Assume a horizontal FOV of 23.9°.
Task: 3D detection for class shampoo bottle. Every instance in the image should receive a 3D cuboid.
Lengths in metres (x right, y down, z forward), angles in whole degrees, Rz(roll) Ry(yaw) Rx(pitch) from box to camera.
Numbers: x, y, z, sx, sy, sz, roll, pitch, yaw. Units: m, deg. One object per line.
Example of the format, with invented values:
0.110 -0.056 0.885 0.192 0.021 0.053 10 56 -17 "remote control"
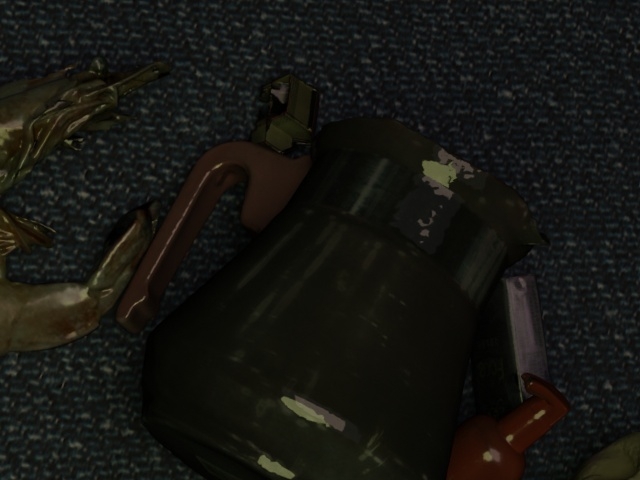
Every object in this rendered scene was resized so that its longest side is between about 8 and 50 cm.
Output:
0.139 0.223 1.466 0.085 0.085 0.244 45 107 -6 "shampoo bottle"

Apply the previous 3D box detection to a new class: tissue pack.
0.193 0.118 1.544 0.051 0.112 0.156 -5 83 -17 "tissue pack"

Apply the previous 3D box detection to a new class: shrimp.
-0.261 -0.040 1.453 0.360 0.085 0.247 -46 105 -15 "shrimp"

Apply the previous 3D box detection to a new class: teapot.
-0.002 0.064 1.416 0.376 0.305 0.362 22 70 26 "teapot"

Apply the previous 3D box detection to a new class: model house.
-0.033 -0.120 1.550 0.058 0.057 0.083 31 51 -37 "model house"

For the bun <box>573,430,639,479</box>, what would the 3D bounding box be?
0.343 0.319 1.536 0.272 0.168 0.273 -1 93 -23 "bun"
